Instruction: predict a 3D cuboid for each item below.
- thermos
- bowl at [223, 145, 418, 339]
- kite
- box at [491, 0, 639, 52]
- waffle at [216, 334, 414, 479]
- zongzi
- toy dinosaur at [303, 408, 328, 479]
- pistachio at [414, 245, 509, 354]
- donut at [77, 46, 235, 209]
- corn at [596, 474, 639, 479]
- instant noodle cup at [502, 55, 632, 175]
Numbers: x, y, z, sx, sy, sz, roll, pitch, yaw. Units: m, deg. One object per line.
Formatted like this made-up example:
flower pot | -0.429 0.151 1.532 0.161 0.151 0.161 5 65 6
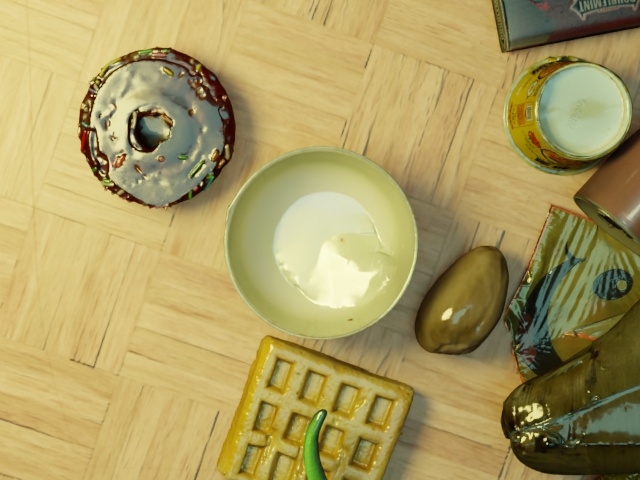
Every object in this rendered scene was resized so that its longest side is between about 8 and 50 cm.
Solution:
thermos | 0.512 -0.111 1.791 0.265 0.176 0.146 -49 56 0
bowl | 0.000 0.000 1.788 0.277 0.145 0.277 0 93 0
kite | 0.441 0.112 1.869 0.328 0.013 0.377 -18 93 -1
box | 0.369 -0.355 1.819 0.224 0.069 0.120 -10 93 -2
waffle | -0.007 0.284 1.846 0.248 0.055 0.221 20 92 -2
zongzi | 0.425 0.161 1.806 0.323 0.160 0.360 -1 74 7
toy dinosaur | 0.169 0.477 1.794 0.375 0.144 0.500 -2 109 -2
pistachio | 0.215 0.092 1.823 0.185 0.126 0.108 -52 135 -2
donut | -0.239 -0.164 1.802 0.235 0.089 0.235 0 93 -2
corn | 0.462 0.373 1.851 0.238 0.080 0.080 -40 93 -1
instant noodle cup | 0.367 -0.185 1.788 0.182 0.144 0.182 0 92 -1
